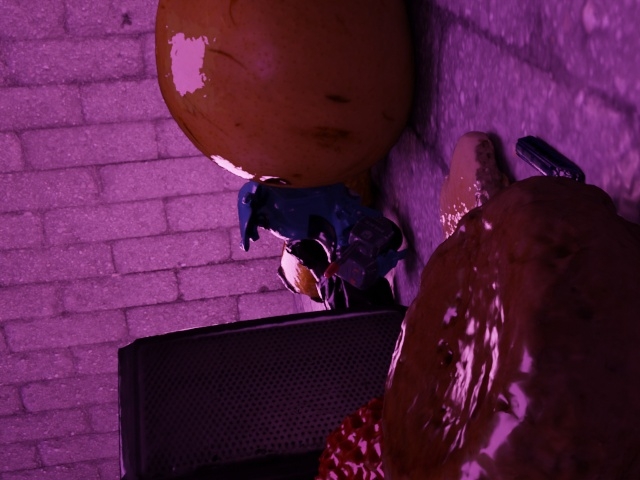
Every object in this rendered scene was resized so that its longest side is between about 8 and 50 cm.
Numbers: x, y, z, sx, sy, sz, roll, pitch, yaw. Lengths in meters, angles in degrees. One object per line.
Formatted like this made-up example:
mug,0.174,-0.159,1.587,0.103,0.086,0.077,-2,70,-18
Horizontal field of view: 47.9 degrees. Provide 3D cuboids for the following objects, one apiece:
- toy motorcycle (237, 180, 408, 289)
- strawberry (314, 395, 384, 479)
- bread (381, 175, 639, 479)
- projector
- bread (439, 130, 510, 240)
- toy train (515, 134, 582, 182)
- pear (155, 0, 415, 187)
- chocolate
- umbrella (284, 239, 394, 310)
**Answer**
toy motorcycle,-0.014,-0.024,1.038,0.272,0.182,0.124,32,141,19
strawberry,0.110,0.218,0.654,0.244,0.205,0.205,130,138,-51
bread,0.126,0.078,0.434,0.230,0.123,0.230,-158,90,-81
projector,-0.047,0.292,1.004,0.395,0.405,0.242,94,166,-52
bread,0.152,0.035,0.673,0.182,0.039,0.251,99,163,-62
toy train,0.169,-0.058,0.539,0.083,0.017,0.017,-111,15,-62
pear,-0.043,-0.235,0.924,0.348,0.348,0.348,174,90,-83
chocolate,0.011,-0.041,1.278,0.445,0.162,0.162,102,161,-63
umbrella,0.002,0.012,1.151,0.340,0.118,0.118,58,173,-1
